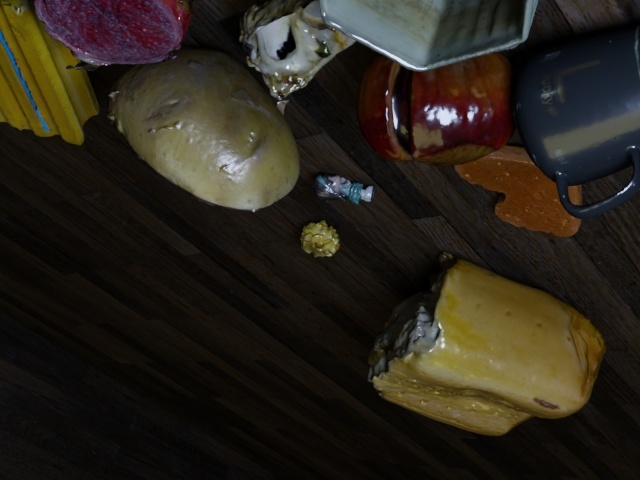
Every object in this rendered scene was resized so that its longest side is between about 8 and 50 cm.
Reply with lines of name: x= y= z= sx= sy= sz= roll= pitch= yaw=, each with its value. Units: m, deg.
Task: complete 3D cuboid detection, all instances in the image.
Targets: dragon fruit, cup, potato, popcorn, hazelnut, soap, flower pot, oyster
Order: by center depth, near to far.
flower pot: x=0.118 y=-0.307 z=0.817 sx=0.239 sy=0.189 sz=0.209 roll=-9 pitch=140 yaw=40
cup: x=0.328 y=-0.134 z=0.970 sx=0.177 sy=0.223 sz=0.169 roll=-15 pitch=151 yaw=34
oyster: x=0.001 y=-0.281 z=1.065 sx=0.294 sy=0.094 sz=0.166 roll=-21 pitch=153 yaw=39
hazelnut: x=0.151 y=-0.179 z=1.068 sx=0.204 sy=0.178 sz=0.178 roll=4 pitch=148 yaw=28
dragon fruit: x=-0.266 y=-0.331 z=1.086 sx=0.211 sy=0.147 sz=0.282 roll=20 pitch=157 yaw=-22
potato: x=-0.144 y=-0.183 z=1.169 sx=0.299 sy=0.239 sz=0.116 roll=43 pitch=133 yaw=11
soap: x=-0.482 y=-0.295 z=1.309 sx=0.204 sy=0.096 sz=0.324 roll=14 pitch=151 yaw=8
popcorn: x=0.000 y=0.000 z=1.577 sx=0.083 sy=0.057 sz=0.082 roll=29 pitch=152 yaw=-23

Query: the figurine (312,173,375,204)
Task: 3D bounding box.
figurine: x=0.037 y=-0.086 z=1.419 sx=0.106 sy=0.047 sz=0.060 roll=11 pitch=-172 yaw=1

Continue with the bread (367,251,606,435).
bread: x=0.309 y=0.200 z=1.553 sx=0.394 sy=0.250 sz=0.361 roll=19 pitch=155 yaw=-7

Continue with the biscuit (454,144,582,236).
biscuit: x=0.300 y=-0.079 z=1.272 sx=0.186 sy=0.036 sz=0.192 roll=9 pitch=151 yaw=23
